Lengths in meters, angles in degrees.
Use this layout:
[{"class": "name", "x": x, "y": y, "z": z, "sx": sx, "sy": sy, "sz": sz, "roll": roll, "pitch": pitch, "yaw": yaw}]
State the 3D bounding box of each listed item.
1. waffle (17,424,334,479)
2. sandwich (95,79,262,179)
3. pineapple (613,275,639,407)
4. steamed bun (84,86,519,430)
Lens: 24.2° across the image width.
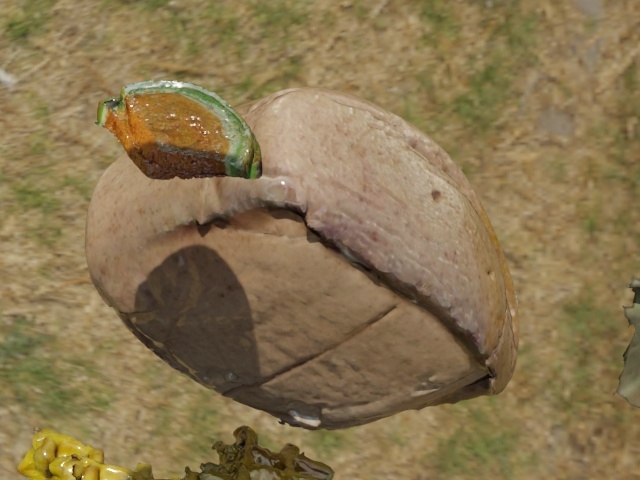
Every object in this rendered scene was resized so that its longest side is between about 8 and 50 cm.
[{"class": "waffle", "x": -0.083, "y": 0.221, "z": 1.235, "sx": 0.293, "sy": 0.259, "sz": 0.069, "roll": 2, "pitch": 110, "yaw": -42}, {"class": "sandwich", "x": -0.074, "y": -0.059, "z": 0.823, "sx": 0.069, "sy": 0.101, "sz": 0.026, "roll": -15, "pitch": 129, "yaw": -28}, {"class": "pineapple", "x": 0.226, "y": -0.003, "z": 0.477, "sx": 0.175, "sy": 0.361, "sz": 0.175, "roll": 4, "pitch": 65, "yaw": -9}, {"class": "steamed bun", "x": 0.000, "y": 0.000, "z": 1.127, "sx": 0.301, "sy": 0.251, "sz": 0.199, "roll": 40, "pitch": 43, "yaw": -35}]
